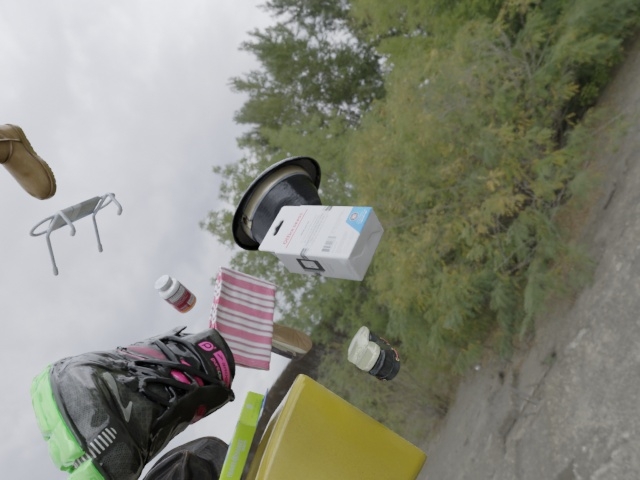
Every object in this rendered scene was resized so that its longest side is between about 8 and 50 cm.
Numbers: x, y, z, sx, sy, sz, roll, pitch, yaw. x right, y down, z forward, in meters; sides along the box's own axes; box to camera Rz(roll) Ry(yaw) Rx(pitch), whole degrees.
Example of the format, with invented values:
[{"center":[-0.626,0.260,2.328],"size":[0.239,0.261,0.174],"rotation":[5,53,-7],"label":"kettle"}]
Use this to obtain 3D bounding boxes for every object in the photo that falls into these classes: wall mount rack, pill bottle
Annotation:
[{"center":[-0.882,-0.033,1.864],"size":[0.304,0.130,0.350],"rotation":[-41,-2,40],"label":"wall mount rack"},{"center":[-0.537,0.196,1.876],"size":[0.152,0.086,0.086],"rotation":[53,-126,-36],"label":"pill bottle"}]

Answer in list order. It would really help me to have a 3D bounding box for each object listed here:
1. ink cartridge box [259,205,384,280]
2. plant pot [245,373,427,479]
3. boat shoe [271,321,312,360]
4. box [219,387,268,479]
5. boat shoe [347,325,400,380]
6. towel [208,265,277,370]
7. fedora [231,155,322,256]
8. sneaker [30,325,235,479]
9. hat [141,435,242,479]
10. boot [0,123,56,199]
[{"center":[0.000,0.000,0.831],"size":[0.060,0.180,0.104],"rotation":[55,-129,-41],"label":"ink cartridge box"},{"center":[-0.009,0.358,0.728],"size":[0.187,0.212,0.212],"rotation":[-54,-7,-40],"label":"plant pot"},{"center":[-0.169,0.300,1.581],"size":[0.103,0.285,0.092],"rotation":[-90,25,-63],"label":"boat shoe"},{"center":[-0.153,0.390,1.013],"size":[0.109,0.042,0.178],"rotation":[-84,12,-75],"label":"box"},{"center":[0.066,0.146,0.655],"size":[0.049,0.042,0.133],"rotation":[-61,9,-1],"label":"boat shoe"},{"center":[-0.155,0.159,1.041],"size":[0.029,0.144,0.197],"rotation":[-28,50,45],"label":"towel"},{"center":[-0.082,-0.062,1.394],"size":[0.334,0.152,0.334],"rotation":[-35,-26,-19],"label":"fedora"},{"center":[-0.230,0.198,0.718],"size":[0.202,0.185,0.483],"rotation":[-29,1,-3],"label":"sneaker"},{"center":[-0.383,0.651,1.348],"size":[0.331,0.331,0.134],"rotation":[-58,-39,-37],"label":"hat"},{"center":[-0.805,-0.188,1.220],"size":[0.089,0.236,0.269],"rotation":[-36,0,16],"label":"boot"}]
